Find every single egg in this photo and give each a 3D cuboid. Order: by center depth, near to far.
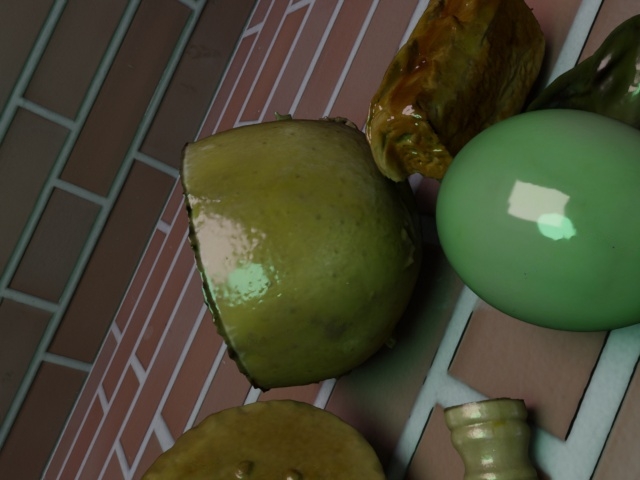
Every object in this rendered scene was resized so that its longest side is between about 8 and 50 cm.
[{"bbox_3d":[0.242,-0.021,0.552,0.270,0.221,0.220,27,92,59],"label":"egg"}]

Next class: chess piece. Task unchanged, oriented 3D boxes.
[{"bbox_3d":[0.194,0.274,0.567,0.090,0.090,0.200,-33,53,43],"label":"chess piece"}]

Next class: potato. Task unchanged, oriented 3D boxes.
[{"bbox_3d":[0.000,0.000,0.853,0.320,0.385,0.441,-20,50,5],"label":"potato"}]

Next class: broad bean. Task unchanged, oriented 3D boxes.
[{"bbox_3d":[0.345,-0.177,0.674,0.206,0.073,0.153,-46,29,52],"label":"broad bean"}]

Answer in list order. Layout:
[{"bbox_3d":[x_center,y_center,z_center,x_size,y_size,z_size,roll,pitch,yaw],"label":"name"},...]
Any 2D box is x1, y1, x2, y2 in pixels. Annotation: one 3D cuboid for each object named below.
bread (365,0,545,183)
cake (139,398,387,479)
[{"bbox_3d":[0.186,-0.216,0.763,0.149,0.195,0.343,-5,46,52],"label":"bread"},{"bbox_3d":[-0.065,0.425,0.704,0.332,0.333,0.320,-119,21,-55],"label":"cake"}]
